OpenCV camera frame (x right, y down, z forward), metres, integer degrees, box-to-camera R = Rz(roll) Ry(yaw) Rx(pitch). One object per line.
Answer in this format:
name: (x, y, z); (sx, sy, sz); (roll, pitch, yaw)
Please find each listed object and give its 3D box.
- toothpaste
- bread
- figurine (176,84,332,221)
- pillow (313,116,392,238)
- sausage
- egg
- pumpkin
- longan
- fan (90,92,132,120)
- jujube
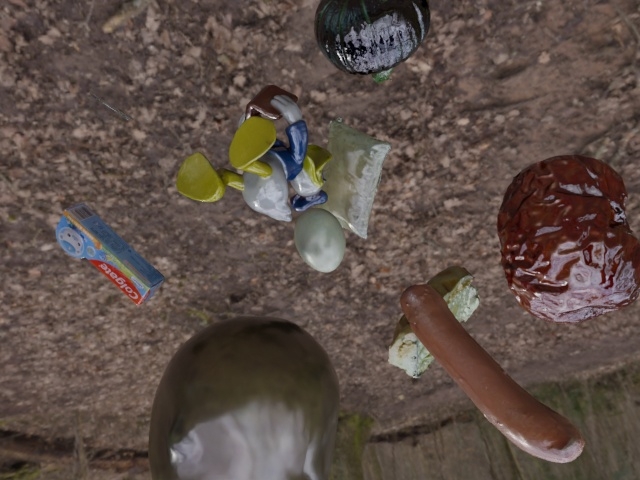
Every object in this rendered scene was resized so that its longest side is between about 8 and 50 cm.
toothpaste: (-0.357, 0.029, 0.973); (0.070, 0.193, 0.044); (-50, 176, 29)
bread: (0.194, 0.135, 1.010); (0.088, 0.128, 0.232); (15, -141, 36)
figurine: (-0.093, -0.155, 1.133); (0.205, 0.283, 0.338); (-18, 153, 23)
pillow: (0.078, -0.163, 1.541); (0.075, 0.185, 0.302); (-34, 145, -47)
sausage: (0.127, 0.103, 0.464); (0.043, 0.186, 0.043); (-21, 136, -22)
egg: (0.000, 0.000, 1.313); (0.114, 0.152, 0.114); (-17, -164, 5)
pumpkin: (0.118, -0.441, 1.240); (0.248, 0.247, 0.248); (-18, 164, -5)
longan: (-0.128, 0.305, 0.968); (0.361, 0.360, 0.361); (-18, 164, -5)
fan: (-0.493, -0.314, 1.389); (0.113, 0.175, 0.005); (30, 94, -45)
jujube: (0.362, 0.001, 0.862); (0.213, 0.232, 0.213); (-6, 157, -2)
